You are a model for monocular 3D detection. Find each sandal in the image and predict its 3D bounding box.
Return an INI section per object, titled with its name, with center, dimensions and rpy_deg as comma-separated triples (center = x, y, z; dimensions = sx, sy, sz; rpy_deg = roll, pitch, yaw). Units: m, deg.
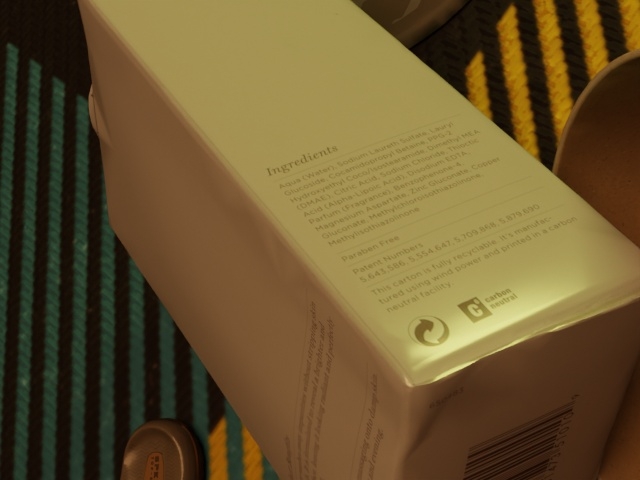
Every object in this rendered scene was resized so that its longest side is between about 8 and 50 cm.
[sandal]
center = -0.124, 0.231, 0.789
dimensions = 0.090, 0.060, 0.219
rpy_deg = -10, 67, 27

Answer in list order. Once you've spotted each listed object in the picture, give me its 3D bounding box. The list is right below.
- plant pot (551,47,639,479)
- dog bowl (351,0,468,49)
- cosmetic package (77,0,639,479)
[plant pot]
center = 0.258, 0.036, 0.548
dimensions = 0.191, 0.284, 0.284
rpy_deg = -9, 61, -13
[dog bowl]
center = -0.002, -0.307, 0.902
dimensions = 0.349, 0.102, 0.348
rpy_deg = -11, 66, 27
[cosmetic package]
center = 0.000, 0.000, 0.675
dimensions = 0.156, 0.217, 0.385
rpy_deg = -20, 49, -22
